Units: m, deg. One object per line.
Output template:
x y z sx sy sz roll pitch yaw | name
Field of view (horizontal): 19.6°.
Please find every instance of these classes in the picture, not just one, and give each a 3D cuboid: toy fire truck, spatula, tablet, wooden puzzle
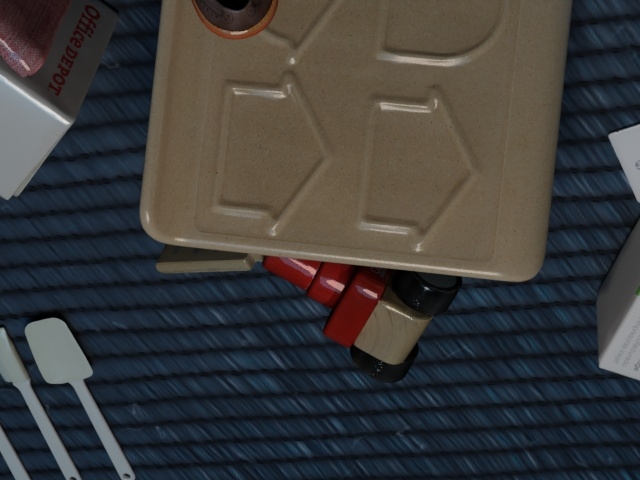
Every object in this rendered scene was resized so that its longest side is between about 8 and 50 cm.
0.000 0.000 1.695 0.246 0.217 0.158 28 126 -2 | toy fire truck
-0.300 0.185 1.989 0.168 0.019 0.242 -13 122 16 | spatula
0.306 -0.074 1.719 0.054 0.006 0.083 -18 121 20 | tablet
0.034 -0.140 1.596 0.347 0.080 0.322 6 90 0 | wooden puzzle

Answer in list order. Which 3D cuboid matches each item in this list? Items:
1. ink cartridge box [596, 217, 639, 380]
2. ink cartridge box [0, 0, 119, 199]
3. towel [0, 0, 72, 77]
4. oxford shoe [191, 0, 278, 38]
0.420 0.057 1.727 0.272 0.115 0.198 18 126 -6 | ink cartridge box
-0.328 -0.192 1.611 0.273 0.197 0.114 36 122 -17 | ink cartridge box
-0.324 -0.303 1.505 0.037 0.237 0.329 -33 115 28 | towel
-0.099 -0.300 1.508 0.097 0.098 0.271 -23 90 0 | oxford shoe
